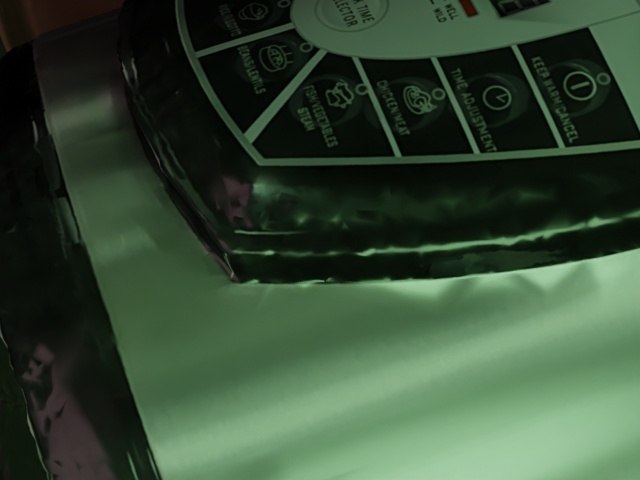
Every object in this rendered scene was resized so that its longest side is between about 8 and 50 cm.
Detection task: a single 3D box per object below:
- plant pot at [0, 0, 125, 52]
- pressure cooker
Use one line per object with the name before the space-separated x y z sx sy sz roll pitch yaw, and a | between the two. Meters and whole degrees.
plant pot | -0.158 -0.217 1.075 0.237 0.109 0.237 19 114 49
pressure cooker | 0.086 0.020 0.648 0.375 0.420 0.370 -139 31 -81
